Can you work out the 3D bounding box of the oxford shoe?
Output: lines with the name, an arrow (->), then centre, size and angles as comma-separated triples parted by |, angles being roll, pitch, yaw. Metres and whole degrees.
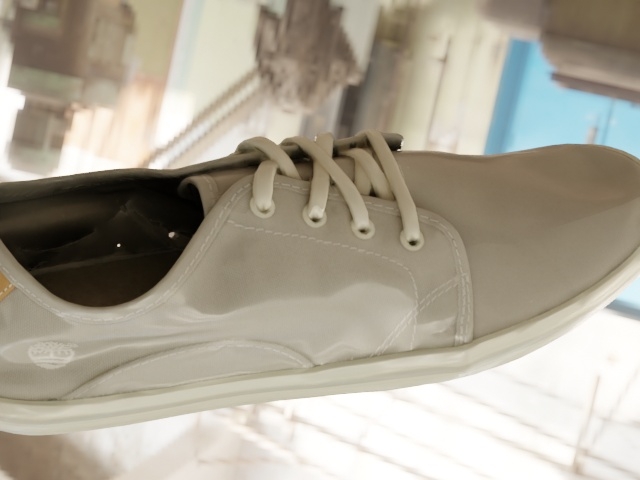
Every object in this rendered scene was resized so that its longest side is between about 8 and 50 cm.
oxford shoe -> 0.000, 0.000, 0.909 | 0.449, 0.130, 0.169 | -10, -144, -15
